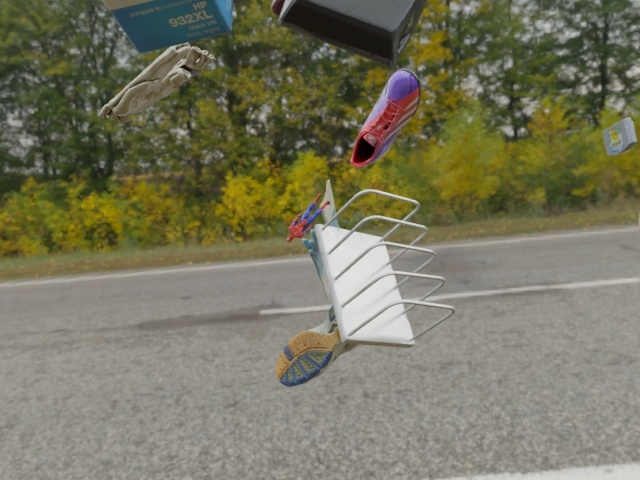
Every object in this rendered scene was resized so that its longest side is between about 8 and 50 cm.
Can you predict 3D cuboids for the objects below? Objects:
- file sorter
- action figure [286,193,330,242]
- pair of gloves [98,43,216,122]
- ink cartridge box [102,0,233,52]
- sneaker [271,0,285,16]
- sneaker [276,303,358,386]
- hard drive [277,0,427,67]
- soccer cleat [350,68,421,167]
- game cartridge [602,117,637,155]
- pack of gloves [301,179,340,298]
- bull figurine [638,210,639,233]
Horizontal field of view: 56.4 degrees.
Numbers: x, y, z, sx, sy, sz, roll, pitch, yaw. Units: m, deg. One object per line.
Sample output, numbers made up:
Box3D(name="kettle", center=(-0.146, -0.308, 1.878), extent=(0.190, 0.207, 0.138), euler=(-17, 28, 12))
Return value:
Box3D(name="file sorter", center=(0.137, 0.060, 1.253), extent=(0.193, 0.277, 0.173), euler=(11, -38, -35))
Box3D(name="action figure", center=(-0.029, -0.040, 1.183), extent=(0.115, 0.038, 0.030), euler=(-49, 2, -13))
Box3D(name="pair of gloves", center=(-0.300, -0.291, 1.117), extent=(0.204, 0.042, 0.240), euler=(-36, 11, 13))
Box3D(name="ink cartridge box", center=(-0.202, -0.398, 0.633), extent=(0.129, 0.223, 0.307), euler=(-8, -29, 12))
Box3D(name="sneaker", center=(-0.012, -0.502, 1.249), extent=(0.186, 0.083, 0.069), euler=(-21, -14, 11))
Box3D(name="sneaker", center=(0.031, 0.241, 1.385), extent=(0.296, 0.112, 0.131), euler=(-42, -34, 10))
Box3D(name="hard drive", center=(0.063, -0.353, 0.771), extent=(0.172, 0.254, 0.054), euler=(22, -26, 1))
Box3D(name="soccer cleat", center=(0.173, -0.322, 1.627), extent=(0.116, 0.109, 0.318), euler=(-46, -9, -39))
Box3D(name="game cartridge", center=(0.557, -0.189, 1.113), extent=(0.017, 0.056, 0.083), euler=(-11, -8, -6))
Box3D(name="pack of gloves", center=(0.000, 0.000, 1.440), extent=(0.046, 0.195, 0.232), euler=(4, -33, 15))
Box3D(name="bull figurine", center=(0.517, -0.024, 0.732), extent=(0.101, 0.188, 0.310), euler=(0, 18, -11))
